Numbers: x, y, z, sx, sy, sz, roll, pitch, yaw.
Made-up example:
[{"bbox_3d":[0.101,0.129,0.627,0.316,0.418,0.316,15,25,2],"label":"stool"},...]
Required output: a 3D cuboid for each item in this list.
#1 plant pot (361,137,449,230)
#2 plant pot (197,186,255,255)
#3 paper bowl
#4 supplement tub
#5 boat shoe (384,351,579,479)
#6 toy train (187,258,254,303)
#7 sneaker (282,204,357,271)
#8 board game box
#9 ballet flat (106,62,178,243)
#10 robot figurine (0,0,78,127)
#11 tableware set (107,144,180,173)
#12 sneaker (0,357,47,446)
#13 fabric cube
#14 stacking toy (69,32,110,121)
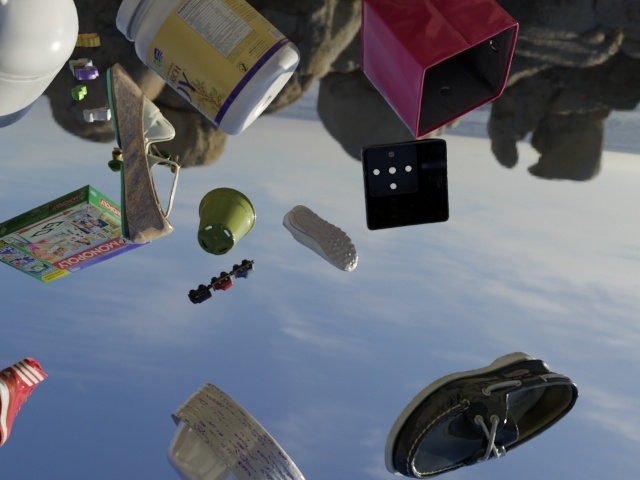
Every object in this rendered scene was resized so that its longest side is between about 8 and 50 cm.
[{"bbox_3d":[0.182,-0.145,1.611,0.188,0.188,0.167,-7,-161,-3],"label":"plant pot"},{"bbox_3d":[-0.138,-0.019,0.974,0.083,0.083,0.079,6,-150,3],"label":"plant pot"},{"bbox_3d":[-0.166,0.407,1.267,0.148,0.284,0.284,-41,-148,-22],"label":"paper bowl"},{"bbox_3d":[-0.235,-0.413,1.483,0.331,0.241,0.241,41,-171,-4],"label":"supplement tub"},{"bbox_3d":[0.208,0.218,0.871,0.302,0.115,0.091,-21,-152,-36],"label":"boat shoe"},{"bbox_3d":[-0.204,0.087,1.474,0.158,0.027,0.036,-31,-122,-18],"label":"toy train"},{"bbox_3d":[0.000,0.000,1.899,0.235,0.090,0.095,42,150,-5],"label":"sneaker"},{"bbox_3d":[-0.574,-0.006,1.582,0.317,0.046,0.213,-20,147,19],"label":"board game box"},{"bbox_3d":[-0.308,-0.154,1.244,0.106,0.316,0.107,-5,-172,-6],"label":"ballet flat"},{"bbox_3d":[-0.499,-0.303,1.065,0.199,0.300,0.353,37,140,-24],"label":"robot figurine"},{"bbox_3d":[-0.389,-0.176,1.555,0.154,0.024,0.104,7,-138,-15],"label":"tableware set"},{"bbox_3d":[-0.601,0.318,1.394,0.087,0.221,0.128,43,-137,13],"label":"sneaker"},{"bbox_3d":[0.268,-0.451,1.653,0.259,0.258,0.254,-28,153,-11],"label":"fabric cube"},{"bbox_3d":[-0.483,-0.354,1.441,0.052,0.167,0.221,-12,-149,-23],"label":"stacking toy"}]
